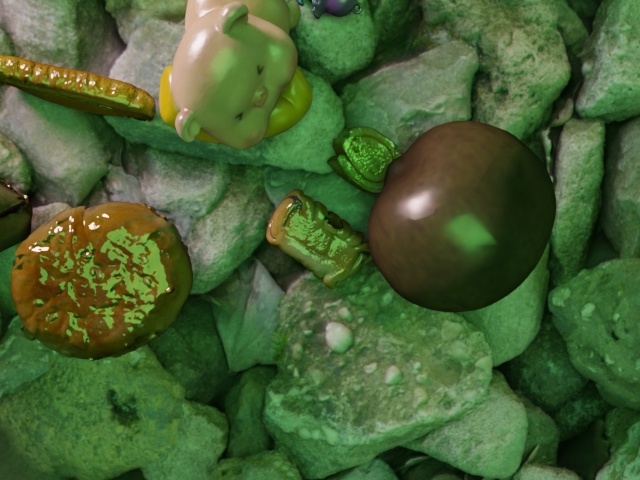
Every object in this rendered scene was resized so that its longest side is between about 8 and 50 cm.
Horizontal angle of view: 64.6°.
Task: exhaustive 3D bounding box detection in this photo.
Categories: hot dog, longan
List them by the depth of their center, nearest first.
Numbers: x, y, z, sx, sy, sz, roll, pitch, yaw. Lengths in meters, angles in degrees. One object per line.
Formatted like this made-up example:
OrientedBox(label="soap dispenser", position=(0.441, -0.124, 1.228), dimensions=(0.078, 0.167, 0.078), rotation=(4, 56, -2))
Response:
OrientedBox(label="hot dog", position=(-0.451, -0.283, 0.935), dimensions=(0.289, 0.083, 0.068), rotation=(14, 77, -11))
OrientedBox(label="longan", position=(0.256, -0.041, 0.951), dimensions=(0.361, 0.361, 0.361), rotation=(-1, 99, -9))

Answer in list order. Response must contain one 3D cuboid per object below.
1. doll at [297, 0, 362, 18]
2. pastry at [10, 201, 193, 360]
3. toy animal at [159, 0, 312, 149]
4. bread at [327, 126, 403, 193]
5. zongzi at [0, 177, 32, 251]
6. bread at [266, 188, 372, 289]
OrientedBox(label="doll", position=(-0.007, -0.497, 0.976), dimensions=(0.206, 0.067, 0.110), rotation=(33, 107, -1))
OrientedBox(label="pastry", position=(-0.392, 0.069, 0.941), dimensions=(0.316, 0.184, 0.284), rotation=(-21, 95, -4))
OrientedBox(label="toy animal", position=(-0.126, -0.315, 0.890), dimensions=(0.278, 0.247, 0.345), rotation=(22, 95, -13))
OrientedBox(label="bread", position=(0.093, -0.167, 1.040), dimensions=(0.156, 0.064, 0.117), rotation=(36, 88, -11))
OrientedBox(label="zongzi", position=(-0.742, -0.069, 0.809), dimensions=(0.393, 0.356, 0.174), rotation=(47, 133, -8))
OrientedBox(label="bread", position=(0.000, 0.000, 1.044), dimensions=(0.225, 0.081, 0.134), rotation=(38, 97, -14))
